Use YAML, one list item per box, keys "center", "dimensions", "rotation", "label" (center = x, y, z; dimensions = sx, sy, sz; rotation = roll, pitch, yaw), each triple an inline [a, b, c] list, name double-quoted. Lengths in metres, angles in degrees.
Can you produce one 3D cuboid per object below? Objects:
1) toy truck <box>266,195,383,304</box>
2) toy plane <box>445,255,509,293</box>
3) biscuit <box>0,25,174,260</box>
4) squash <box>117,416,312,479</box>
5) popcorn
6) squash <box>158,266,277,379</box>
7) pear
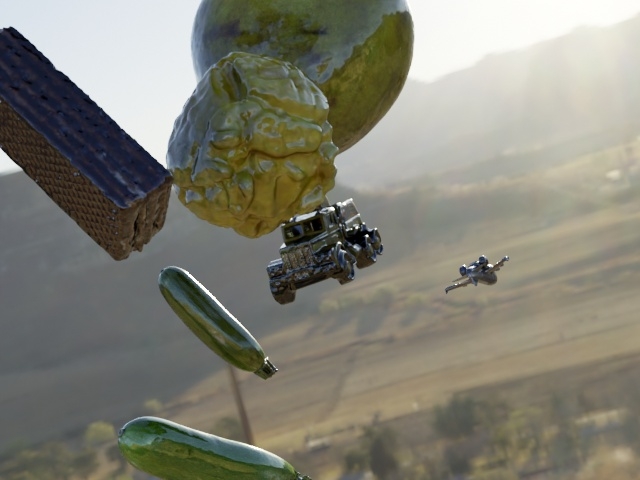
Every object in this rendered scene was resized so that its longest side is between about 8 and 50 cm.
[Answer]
- center: [0.001, 0.005, 1.812]
  dimensions: [0.127, 0.127, 0.257]
  rotation: [-16, 10, 18]
  label: "toy truck"
- center: [0.171, 0.035, 1.297]
  dimensions: [0.078, 0.031, 0.083]
  rotation: [-29, -10, 24]
  label: "toy plane"
- center: [-0.255, -0.099, 1.203]
  dimensions: [0.070, 0.252, 0.106]
  rotation: [-40, -13, -29]
  label: "biscuit"
- center: [-0.166, 0.368, 1.977]
  dimensions: [0.378, 0.101, 0.101]
  rotation: [24, -23, -36]
  label: "squash"
- center: [-0.085, -0.124, 1.613]
  dimensions: [0.225, 0.249, 0.249]
  rotation: [14, -9, -23]
  label: "popcorn"
- center: [-0.173, 0.139, 1.980]
  dimensions: [0.066, 0.252, 0.066]
  rotation: [-46, -2, -2]
  label: "squash"
- center: [-0.027, -0.302, 1.941]
  dimensions: [0.352, 0.352, 0.413]
  rotation: [-12, 43, 45]
  label: "pear"
